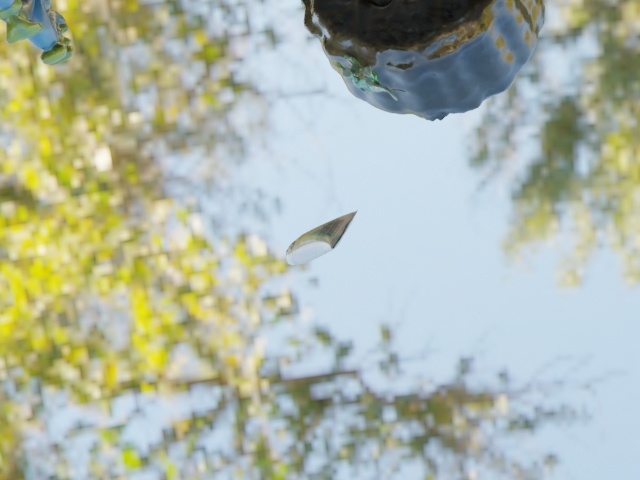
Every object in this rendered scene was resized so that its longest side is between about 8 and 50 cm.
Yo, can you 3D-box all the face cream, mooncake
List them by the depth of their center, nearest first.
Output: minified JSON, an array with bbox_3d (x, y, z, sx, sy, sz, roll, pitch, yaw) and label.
[{"bbox_3d":[0.000,0.000,1.534,0.038,0.020,0.115,-56,-170,-20],"label":"face cream"},{"bbox_3d":[0.096,-0.235,1.876,0.228,0.124,0.228,-8,-117,15],"label":"mooncake"}]

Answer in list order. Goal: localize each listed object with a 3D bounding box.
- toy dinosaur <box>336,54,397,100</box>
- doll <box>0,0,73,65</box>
[{"bbox_3d":[0.045,-0.138,1.730,0.083,0.021,0.062,44,-174,25],"label":"toy dinosaur"},{"bbox_3d":[-0.354,-0.347,2.148,0.099,0.346,0.341,-29,-144,7],"label":"doll"}]
